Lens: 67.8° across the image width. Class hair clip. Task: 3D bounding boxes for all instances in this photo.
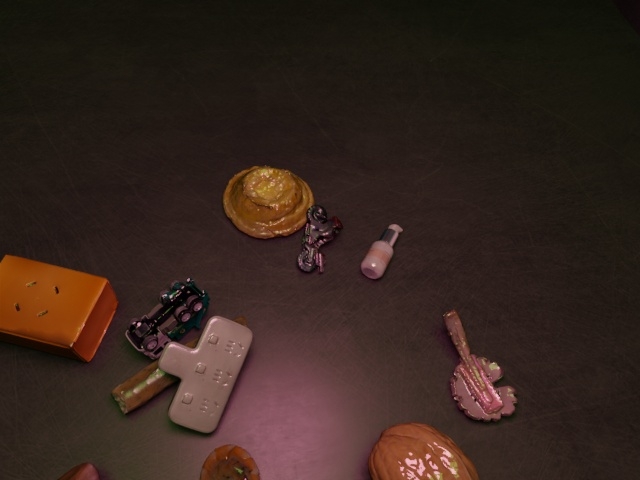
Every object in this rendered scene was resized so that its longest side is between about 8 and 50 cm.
[{"bbox_3d":[0.404,0.334,1.282,0.172,0.069,0.301,-17,72,-15],"label":"hair clip"}]

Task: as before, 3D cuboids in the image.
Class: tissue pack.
[{"bbox_3d":[-0.695,0.174,1.217,0.274,0.145,0.195,14,59,2],"label":"tissue pack"}]

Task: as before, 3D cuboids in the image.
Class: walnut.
[{"bbox_3d":[0.229,0.529,1.063,0.224,0.225,0.261,-33,55,-23],"label":"walnut"}]

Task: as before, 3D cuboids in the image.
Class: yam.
[{"bbox_3d":[-0.345,0.306,1.215,0.371,0.083,0.083,-30,66,-24],"label":"yam"}]

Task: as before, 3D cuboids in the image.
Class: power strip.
[{"bbox_3d":[-0.296,0.309,1.159,0.193,0.059,0.265,26,73,-16],"label":"power strip"}]

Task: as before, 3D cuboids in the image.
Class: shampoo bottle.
[{"bbox_3d":[0.189,0.027,1.447,0.073,0.074,0.192,26,60,10],"label":"shampoo bottle"}]

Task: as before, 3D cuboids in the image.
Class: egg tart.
[{"bbox_3d":[-0.161,-0.142,1.492,0.289,0.115,0.291,4,56,-5],"label":"egg tart"}]

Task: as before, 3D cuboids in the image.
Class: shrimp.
[{"bbox_3d":[-0.191,0.587,1.066,0.145,0.059,0.254,-20,62,-15],"label":"shrimp"}]

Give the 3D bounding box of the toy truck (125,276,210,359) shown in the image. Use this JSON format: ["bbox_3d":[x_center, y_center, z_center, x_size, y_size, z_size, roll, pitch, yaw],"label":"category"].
[{"bbox_3d":[-0.384,0.209,1.243,0.110,0.116,0.216,32,67,34],"label":"toy truck"}]

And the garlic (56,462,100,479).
[{"bbox_3d":[-0.558,0.578,0.979,0.213,0.191,0.160,-13,85,-27],"label":"garlic"}]

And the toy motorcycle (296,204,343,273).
[{"bbox_3d":[0.000,0.000,1.441,0.122,0.082,0.213,15,72,-10],"label":"toy motorcycle"}]
